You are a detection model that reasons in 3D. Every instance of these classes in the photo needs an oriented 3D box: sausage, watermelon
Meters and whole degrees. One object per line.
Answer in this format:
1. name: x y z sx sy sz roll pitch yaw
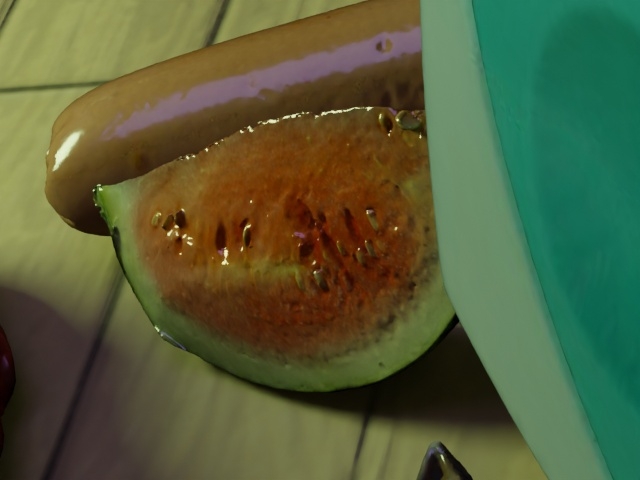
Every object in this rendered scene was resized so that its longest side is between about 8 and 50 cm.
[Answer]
1. sausage: 0.006 -0.067 0.920 0.289 0.086 0.086 -16 42 8
2. watermelon: -0.004 0.002 0.816 0.245 0.119 0.063 -7 30 45

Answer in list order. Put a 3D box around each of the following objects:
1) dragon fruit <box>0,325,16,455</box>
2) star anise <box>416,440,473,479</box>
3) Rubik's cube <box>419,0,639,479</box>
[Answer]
1. dragon fruit: -0.243 0.095 0.824 0.302 0.240 0.330 -17 57 -38
2. star anise: 0.072 0.156 0.666 0.197 0.073 0.212 -13 44 13
3. Rubik's cube: 0.245 -0.049 0.563 0.352 0.351 0.347 -14 42 -18
